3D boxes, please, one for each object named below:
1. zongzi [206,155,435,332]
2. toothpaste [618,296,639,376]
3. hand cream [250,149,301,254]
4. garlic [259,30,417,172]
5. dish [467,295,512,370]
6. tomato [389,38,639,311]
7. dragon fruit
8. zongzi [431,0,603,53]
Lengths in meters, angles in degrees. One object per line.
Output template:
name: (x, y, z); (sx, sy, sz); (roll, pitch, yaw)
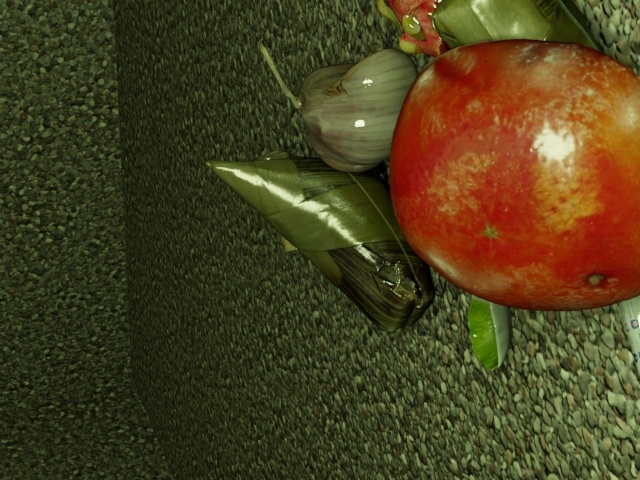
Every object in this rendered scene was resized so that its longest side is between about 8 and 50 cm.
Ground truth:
zongzi: (0.000, 0.000, 1.755); (0.154, 0.317, 0.289); (-56, 46, 38)
toothpaste: (0.341, 0.061, 1.282); (0.052, 0.033, 0.218); (135, 124, -65)
hand cream: (-0.071, -0.071, 2.252); (0.084, 0.084, 0.203); (-14, 95, 70)
garlic: (0.033, -0.235, 1.732); (0.256, 0.207, 0.207); (41, 158, -4)
dish: (0.234, 0.104, 1.576); (0.091, 0.039, 0.137); (-147, 50, -69)
tomato: (0.201, -0.040, 1.180); (0.338, 0.144, 0.338); (20, 137, 20)
dragon fruit: (0.145, -0.315, 1.468); (0.133, 0.150, 0.208); (49, -158, -62)
zongzi: (0.251, -0.215, 1.297); (0.125, 0.274, 0.251); (-32, 102, 28)
